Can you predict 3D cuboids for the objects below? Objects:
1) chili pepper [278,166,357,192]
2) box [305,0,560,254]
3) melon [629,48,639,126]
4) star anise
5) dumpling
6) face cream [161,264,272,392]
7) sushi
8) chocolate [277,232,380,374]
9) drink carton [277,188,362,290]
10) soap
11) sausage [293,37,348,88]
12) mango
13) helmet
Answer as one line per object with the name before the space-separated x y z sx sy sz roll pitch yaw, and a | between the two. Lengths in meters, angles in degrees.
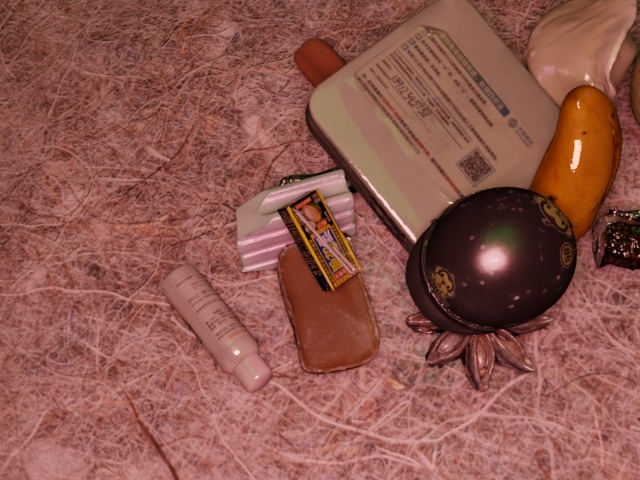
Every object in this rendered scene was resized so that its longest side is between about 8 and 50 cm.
chili pepper | 0.000 -0.108 1.389 0.216 0.108 0.062 -12 96 -1
box | 0.225 -0.212 1.340 0.396 0.111 0.396 -37 87 -11
melon | 0.709 -0.316 1.301 0.248 0.248 0.329 37 84 21
star anise | 0.264 0.136 1.230 0.235 0.109 0.223 26 79 0
dumpling | 0.504 -0.381 1.362 0.187 0.243 0.318 12 69 -5
face cream | -0.185 0.160 1.293 0.082 0.082 0.269 -38 66 -10
sushi | 0.525 0.002 1.257 0.084 0.098 0.094 4 64 8
chocolate | 0.007 0.122 1.284 0.160 0.083 0.262 -6 64 -14
drink carton | 0.000 0.000 1.230 0.071 0.056 0.166 -34 101 -22
soap | -0.054 -0.035 1.336 0.230 0.145 0.091 -15 55 -5
sausage | 0.046 -0.313 1.479 0.086 0.086 0.289 -34 67 -8
mango | 0.445 -0.122 1.230 0.120 0.295 0.177 32 41 30
helmet | 0.279 0.025 1.124 0.278 0.160 0.231 -25 82 -8
